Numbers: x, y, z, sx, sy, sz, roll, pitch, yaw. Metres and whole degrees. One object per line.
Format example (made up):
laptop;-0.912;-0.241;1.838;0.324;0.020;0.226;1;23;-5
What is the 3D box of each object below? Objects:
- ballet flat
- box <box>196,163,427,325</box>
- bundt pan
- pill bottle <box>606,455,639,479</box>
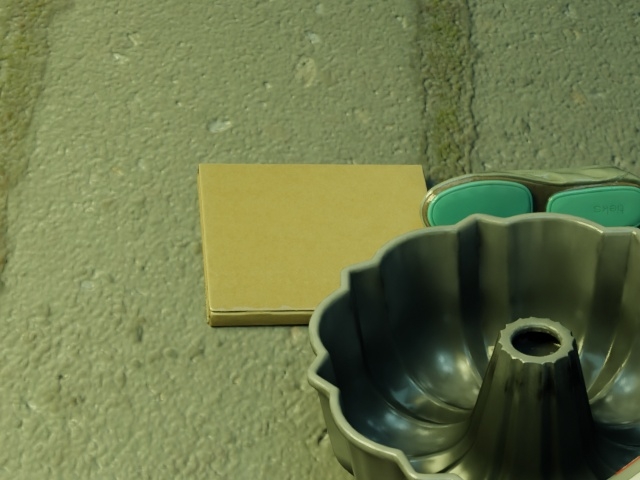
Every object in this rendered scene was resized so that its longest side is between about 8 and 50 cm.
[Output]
ballet flat;0.182;-0.030;1.326;0.213;0.072;0.068;-2;18;-13
box;0.000;0.000;1.291;0.201;0.021;0.164;0;50;-9
bundt pan;0.155;0.118;1.116;0.330;0.124;0.331;-2;36;1
pill bottle;0.137;0.286;0.872;0.363;0.210;0.210;-35;59;0
